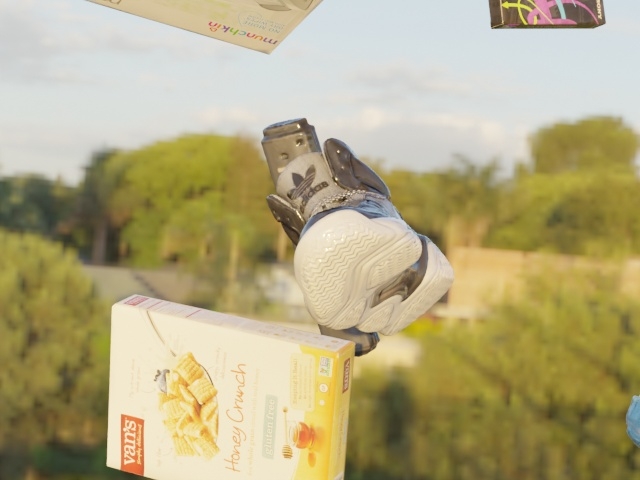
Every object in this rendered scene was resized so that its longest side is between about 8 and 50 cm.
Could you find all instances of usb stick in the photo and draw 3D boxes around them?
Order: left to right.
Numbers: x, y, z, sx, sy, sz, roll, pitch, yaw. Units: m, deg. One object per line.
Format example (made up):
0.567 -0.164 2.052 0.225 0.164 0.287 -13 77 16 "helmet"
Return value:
0.000 0.000 1.916 0.045 0.278 0.077 -25 13 -40 "usb stick"

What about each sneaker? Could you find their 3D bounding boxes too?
0.010 -0.010 1.370 0.153 0.101 0.268 50 8 19 "sneaker"

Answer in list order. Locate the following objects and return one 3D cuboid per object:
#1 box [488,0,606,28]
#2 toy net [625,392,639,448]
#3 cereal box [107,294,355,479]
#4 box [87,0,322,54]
0.271 -0.315 2.073 0.162 0.116 0.029 -5 -4 -32 "box"
0.382 0.248 1.720 0.232 0.045 0.122 51 -6 -33 "toy net"
-0.090 0.158 1.627 0.240 0.173 0.047 10 17 22 "cereal box"
-0.122 -0.339 1.896 0.262 0.127 0.231 14 -26 -24 "box"
